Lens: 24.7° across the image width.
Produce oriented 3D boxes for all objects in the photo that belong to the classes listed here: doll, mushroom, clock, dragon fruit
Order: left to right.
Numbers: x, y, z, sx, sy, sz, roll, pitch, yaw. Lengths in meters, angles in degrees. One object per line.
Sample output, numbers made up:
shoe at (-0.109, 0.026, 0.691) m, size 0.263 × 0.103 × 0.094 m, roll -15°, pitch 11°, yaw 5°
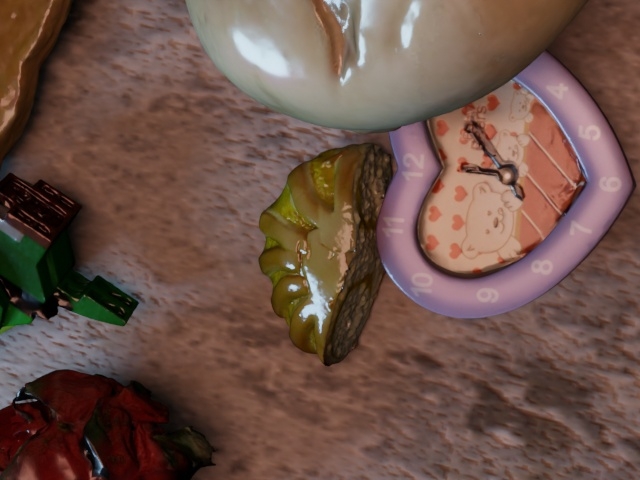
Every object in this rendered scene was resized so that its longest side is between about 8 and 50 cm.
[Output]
doll at (-0.250, 0.034, 1.093) m, size 0.186 × 0.106 × 0.134 m, roll -24°, pitch 108°, yaw 16°
dragon fruit at (-0.186, 0.186, 1.055) m, size 0.182 × 0.182 × 0.188 m, roll 34°, pitch 117°, yaw 10°
mushroom at (0.020, -0.242, 0.866) m, size 0.314 × 0.336 × 0.314 m, roll -21°, pitch 50°, yaw 28°
clock at (0.129, -0.045, 1.004) m, size 0.172 × 0.064 × 0.198 m, roll 5°, pitch 96°, yaw 13°

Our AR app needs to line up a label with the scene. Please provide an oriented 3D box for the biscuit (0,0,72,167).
biscuit at (-0.329, -0.162, 1.127) m, size 0.269 × 0.051 × 0.376 m, roll 28°, pitch 100°, yaw 14°

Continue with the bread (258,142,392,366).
bread at (0.000, 0.000, 1.042) m, size 0.094 × 0.083 × 0.157 m, roll 29°, pitch 102°, yaw 24°
